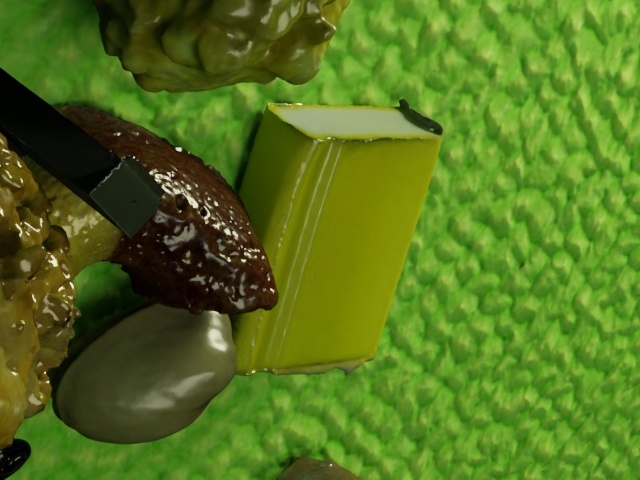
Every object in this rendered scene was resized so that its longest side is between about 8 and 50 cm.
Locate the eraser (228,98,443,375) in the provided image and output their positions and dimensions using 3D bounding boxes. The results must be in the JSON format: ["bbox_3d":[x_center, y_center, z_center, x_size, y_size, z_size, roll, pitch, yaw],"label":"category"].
[{"bbox_3d":[0.000,0.000,1.442,0.158,0.069,0.226,-5,119,-43],"label":"eraser"}]

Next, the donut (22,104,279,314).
[{"bbox_3d":[-0.146,-0.009,1.250,0.295,0.112,0.151,-7,114,-32],"label":"donut"}]

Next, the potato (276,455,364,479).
[{"bbox_3d":[0.032,0.360,1.581,0.211,0.189,0.264,-52,147,-46],"label":"potato"}]

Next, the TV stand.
[{"bbox_3d":[-0.185,-0.078,1.077,0.040,0.256,0.049,-47,137,-8],"label":"TV stand"}]

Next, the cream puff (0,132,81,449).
[{"bbox_3d":[-0.292,-0.004,0.978,0.327,0.343,0.231,20,80,-26],"label":"cream puff"}]

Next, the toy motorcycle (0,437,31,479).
[{"bbox_3d":[-0.287,0.208,1.330,0.173,0.058,0.100,-33,142,-20],"label":"toy motorcycle"}]

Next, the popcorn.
[{"bbox_3d":[-0.060,-0.175,1.190,0.197,0.197,0.155,-40,138,-15],"label":"popcorn"}]

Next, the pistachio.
[{"bbox_3d":[-0.135,0.099,1.358,0.149,0.113,0.113,-19,128,-24],"label":"pistachio"}]
